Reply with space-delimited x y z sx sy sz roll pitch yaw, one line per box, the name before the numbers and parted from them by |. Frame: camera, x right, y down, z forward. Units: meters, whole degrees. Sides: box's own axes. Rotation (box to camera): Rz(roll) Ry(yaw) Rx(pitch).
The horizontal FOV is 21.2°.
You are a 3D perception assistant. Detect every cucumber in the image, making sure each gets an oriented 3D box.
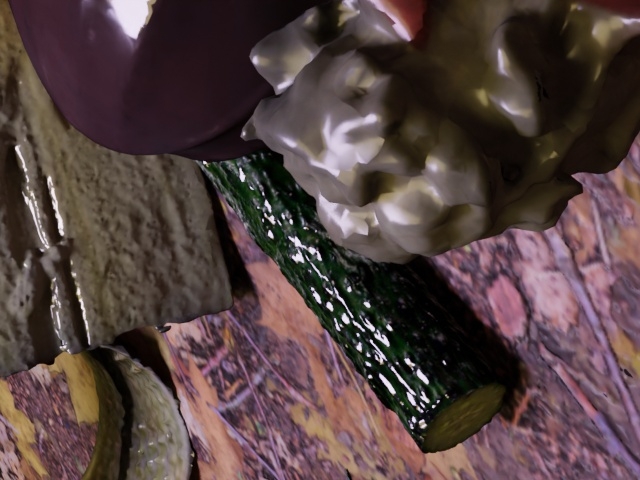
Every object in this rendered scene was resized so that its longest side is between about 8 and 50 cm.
cucumber | 0.000 0.000 1.024 0.293 0.067 0.067 51 151 24

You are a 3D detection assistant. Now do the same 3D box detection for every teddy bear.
teddy bear | 0.068 -0.226 0.551 0.368 0.224 0.357 58 139 12

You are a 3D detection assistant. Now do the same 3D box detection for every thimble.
thimble | -0.259 0.187 1.422 0.150 0.270 0.271 25 135 52

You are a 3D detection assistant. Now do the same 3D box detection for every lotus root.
lotus root | -0.232 -0.041 1.185 0.149 0.267 0.260 -2 103 65

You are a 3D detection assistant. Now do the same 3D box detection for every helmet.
helmet | -0.075 -0.169 0.880 0.225 0.177 0.305 40 147 39

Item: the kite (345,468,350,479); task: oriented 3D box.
kite | 0.124 0.333 1.168 0.406 0.014 0.368 52 152 19
